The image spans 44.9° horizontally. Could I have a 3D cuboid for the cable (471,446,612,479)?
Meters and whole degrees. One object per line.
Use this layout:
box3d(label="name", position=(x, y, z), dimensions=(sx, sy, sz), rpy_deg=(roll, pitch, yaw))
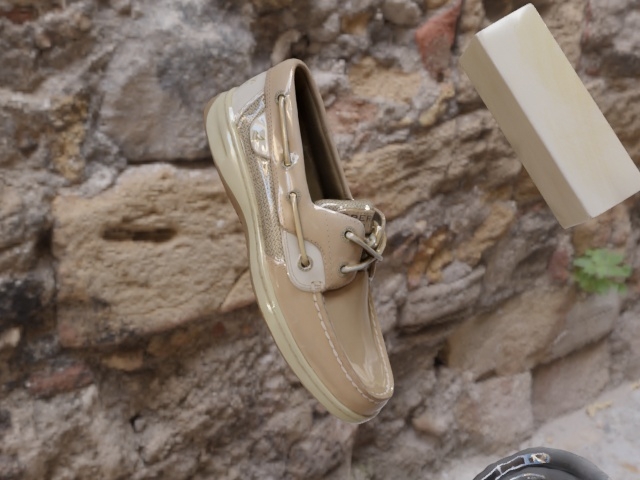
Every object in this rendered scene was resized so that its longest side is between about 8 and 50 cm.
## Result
box3d(label="cable", position=(0.026, 0.150, 0.197), dimensions=(0.139, 0.072, 0.287), rpy_deg=(-2, 31, 49))

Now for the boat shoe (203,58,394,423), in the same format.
box3d(label="boat shoe", position=(0.000, 0.000, 0.716), dimensions=(0.110, 0.341, 0.121), rpy_deg=(-25, -4, 26))

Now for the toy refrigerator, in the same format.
box3d(label="toy refrigerator", position=(0.296, -0.158, 0.996), dimensions=(0.094, 0.270, 0.102), rpy_deg=(-30, -5, -5))
